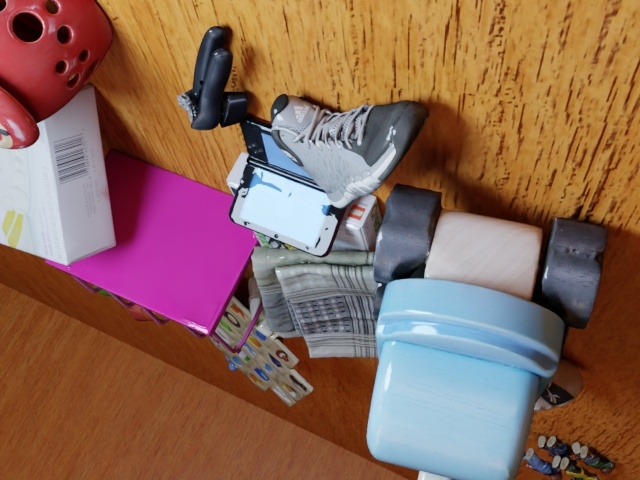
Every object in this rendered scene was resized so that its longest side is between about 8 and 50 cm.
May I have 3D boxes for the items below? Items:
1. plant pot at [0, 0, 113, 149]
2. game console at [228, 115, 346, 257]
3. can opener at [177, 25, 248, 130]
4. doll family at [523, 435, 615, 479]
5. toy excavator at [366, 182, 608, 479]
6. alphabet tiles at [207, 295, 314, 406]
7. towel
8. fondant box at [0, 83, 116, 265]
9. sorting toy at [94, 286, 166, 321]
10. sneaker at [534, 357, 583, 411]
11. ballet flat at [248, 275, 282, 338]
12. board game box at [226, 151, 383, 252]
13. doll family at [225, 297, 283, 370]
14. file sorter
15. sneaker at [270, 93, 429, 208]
[{"bbox_3d":[-0.355,-0.211,1.032,0.191,0.174,0.191,24,159,10],"label":"plant pot"},{"bbox_3d":[-0.042,-0.064,1.100,0.144,0.085,0.124,21,154,18],"label":"game console"},{"bbox_3d":[-0.116,-0.174,0.998,0.059,0.073,0.186,64,165,16],"label":"can opener"},{"bbox_3d":[0.463,0.422,1.743,0.111,0.076,0.193,33,166,-29],"label":"doll family"},{"bbox_3d":[0.132,0.220,1.018,0.222,0.445,0.433,14,160,10],"label":"toy excavator"},{"bbox_3d":[-0.158,0.185,1.789,0.342,0.011,0.285,44,154,3],"label":"alphabet tiles"},{"bbox_3d":[0.075,0.099,1.281,0.324,0.056,0.312,3,156,8],"label":"towel"},{"bbox_3d":[-0.451,-0.118,1.342,0.330,0.096,0.238,15,118,36],"label":"fondant box"},{"bbox_3d":[-0.364,0.081,1.885,0.126,0.127,0.365,21,162,29],"label":"sorting toy"},{"bbox_3d":[0.286,0.160,1.240,0.235,0.094,0.153,21,151,-18],"label":"sneaker"},{"bbox_3d":[-0.064,0.114,1.593,0.107,0.106,0.316,35,161,-19],"label":"ballet flat"},{"bbox_3d":[0.000,0.000,1.280,0.193,0.053,0.305,20,160,19],"label":"board game box"},{"bbox_3d":[-0.156,0.179,1.937,0.163,0.118,0.263,11,138,56],"label":"doll family"},{"bbox_3d":[-0.226,0.027,1.446,0.290,0.202,0.182,21,164,18],"label":"file sorter"},{"bbox_3d":[0.011,-0.108,0.934,0.132,0.086,0.228,36,158,-6],"label":"sneaker"}]
